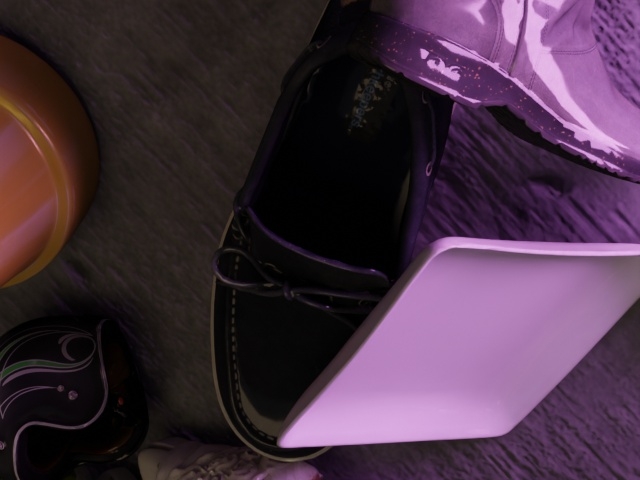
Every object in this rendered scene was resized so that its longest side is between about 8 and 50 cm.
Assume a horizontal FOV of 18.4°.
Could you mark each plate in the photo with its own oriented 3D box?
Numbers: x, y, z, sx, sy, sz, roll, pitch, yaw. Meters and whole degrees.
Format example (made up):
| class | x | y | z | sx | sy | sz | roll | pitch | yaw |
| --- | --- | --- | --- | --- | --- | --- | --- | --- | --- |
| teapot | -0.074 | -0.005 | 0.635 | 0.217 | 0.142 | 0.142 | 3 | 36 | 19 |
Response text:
| class | x | y | z | sx | sy | sz | roll | pitch | yaw |
| --- | --- | --- | --- | --- | --- | --- | --- | --- | --- |
| plate | 0.127 | 0.081 | 1.711 | 0.278 | 0.277 | 0.045 | -52 | 50 | 37 |

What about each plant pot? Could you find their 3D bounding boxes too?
| class | x | y | z | sx | sy | sz | roll | pitch | yaw |
| --- | --- | --- | --- | --- | --- | --- | --- | --- | --- |
| plant pot | -0.360 | -0.036 | 1.825 | 0.254 | 0.239 | 0.254 | 7 | 123 | 11 |

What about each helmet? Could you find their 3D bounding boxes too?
| class | x | y | z | sx | sy | sz | roll | pitch | yaw |
| --- | --- | --- | --- | --- | --- | --- | --- | --- | --- |
| helmet | -0.267 | 0.160 | 1.958 | 0.161 | 0.169 | 0.169 | -17 | 112 | 10 |

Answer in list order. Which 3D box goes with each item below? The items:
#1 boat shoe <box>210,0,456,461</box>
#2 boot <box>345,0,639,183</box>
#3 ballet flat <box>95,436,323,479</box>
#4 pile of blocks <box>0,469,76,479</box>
| class | x | y | z | sx | sy | sz | roll | pitch | yaw |
| --- | --- | --- | --- | --- | --- | --- | --- | --- | --- |
| boat shoe | 0.000 | 0.000 | 1.731 | 0.187 | 0.156 | 0.500 | 22 | 121 | 7 |
| boot | 0.200 | -0.185 | 1.556 | 0.338 | 0.118 | 0.222 | 23 | 92 | -32 |
| ballet flat | -0.174 | 0.281 | 2.021 | 0.409 | 0.147 | 0.147 | -36 | 100 | 35 |
| pile of blocks | -0.350 | 0.239 | 2.053 | 0.362 | 0.149 | 0.112 | 44 | 133 | 29 |
